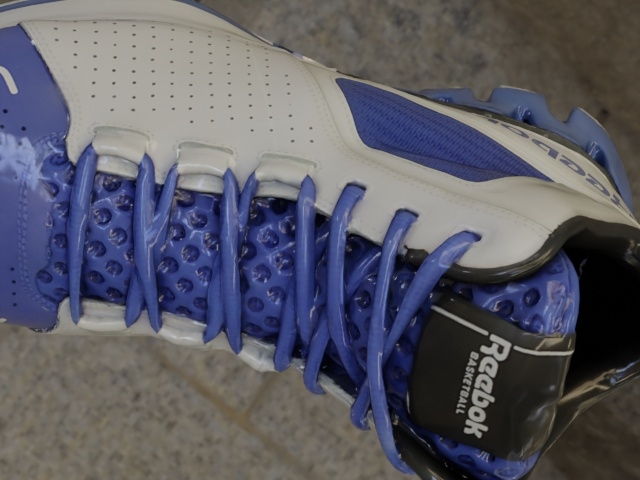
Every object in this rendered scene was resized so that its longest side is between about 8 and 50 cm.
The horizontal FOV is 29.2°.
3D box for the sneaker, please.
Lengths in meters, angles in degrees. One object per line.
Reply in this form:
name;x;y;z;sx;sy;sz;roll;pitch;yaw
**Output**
sneaker;0.001;0.000;0.433;0.315;0.127;0.182;5;-159;-15
